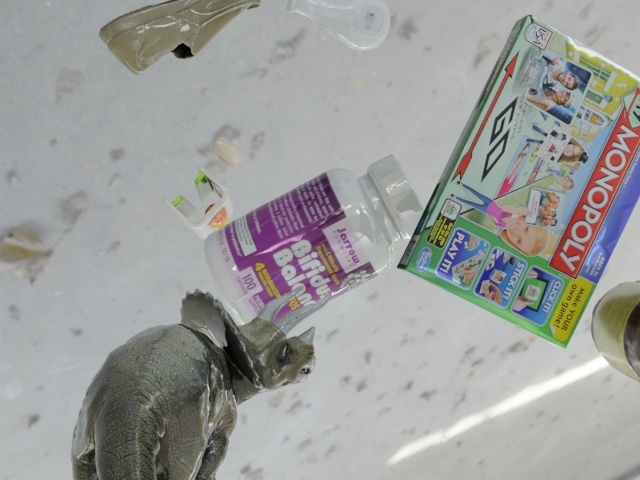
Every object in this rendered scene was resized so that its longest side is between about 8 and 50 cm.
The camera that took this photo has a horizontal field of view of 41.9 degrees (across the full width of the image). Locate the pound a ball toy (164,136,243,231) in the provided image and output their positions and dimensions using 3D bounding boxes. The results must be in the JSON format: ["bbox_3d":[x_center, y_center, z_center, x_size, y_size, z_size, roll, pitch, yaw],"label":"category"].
[{"bbox_3d":[-0.255,-0.111,2.050,0.208,0.136,0.319,-47,179,-7],"label":"pound a ball toy"}]

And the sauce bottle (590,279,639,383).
[{"bbox_3d":[0.337,0.095,0.791,0.111,0.111,0.344,-40,173,7],"label":"sauce bottle"}]

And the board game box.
[{"bbox_3d":[0.252,-0.064,0.955,0.317,0.213,0.046,-64,-172,-1],"label":"board game box"}]

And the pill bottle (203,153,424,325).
[{"bbox_3d":[0.000,0.000,1.200,0.301,0.169,0.169,-28,148,5],"label":"pill bottle"}]

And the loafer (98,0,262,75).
[{"bbox_3d":[-0.109,-0.177,0.689,0.148,0.056,0.050,-26,108,-23],"label":"loafer"}]

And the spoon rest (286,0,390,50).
[{"bbox_3d":[0.040,-0.513,1.883,0.276,0.084,0.137,8,101,-32],"label":"spoon rest"}]

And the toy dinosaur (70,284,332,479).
[{"bbox_3d":[-0.098,0.109,0.493,0.313,0.121,0.160,-7,108,-74],"label":"toy dinosaur"}]
